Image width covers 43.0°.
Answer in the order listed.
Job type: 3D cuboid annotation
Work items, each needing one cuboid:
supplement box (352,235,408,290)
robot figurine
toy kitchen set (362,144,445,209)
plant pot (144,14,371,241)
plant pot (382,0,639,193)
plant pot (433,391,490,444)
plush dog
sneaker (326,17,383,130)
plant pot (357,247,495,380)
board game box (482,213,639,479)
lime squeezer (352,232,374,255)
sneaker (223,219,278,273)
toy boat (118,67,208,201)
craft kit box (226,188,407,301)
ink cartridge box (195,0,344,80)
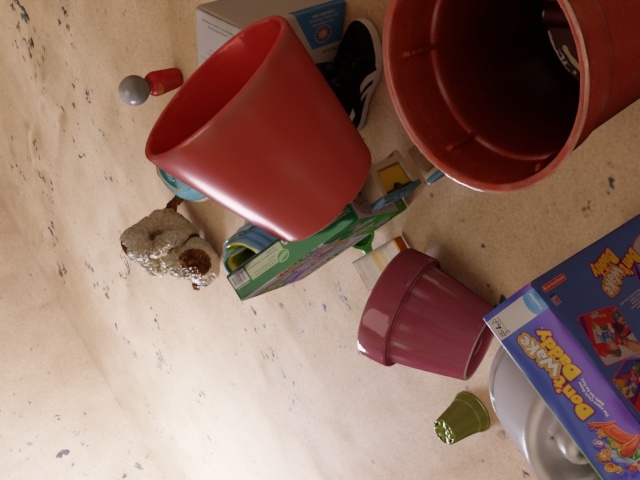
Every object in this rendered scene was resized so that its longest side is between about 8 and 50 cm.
[{"bbox_3d":[0.115,0.041,1.470,0.098,0.036,0.062,-31,85,28],"label":"supplement box"},{"bbox_3d":[0.346,0.219,1.095,0.299,0.200,0.353,59,-177,-10],"label":"robot figurine"},{"bbox_3d":[0.181,-0.116,1.192,0.122,0.166,0.207,59,147,8],"label":"toy kitchen set"},{"bbox_3d":[-0.074,-0.144,1.185,0.243,0.275,0.275,43,155,-26],"label":"plant pot"},{"bbox_3d":[0.260,-0.223,0.923,0.272,0.265,0.272,32,135,39],"label":"plant pot"},{"bbox_3d":[0.250,0.329,1.476,0.083,0.079,0.083,31,134,39],"label":"plant pot"},{"bbox_3d":[-0.344,0.024,2.035,0.225,0.210,0.262,40,170,10],"label":"plush dog"},{"bbox_3d":[0.029,-0.254,1.347,0.079,0.121,0.216,39,139,31],"label":"sneaker"},{"bbox_3d":[0.187,0.136,1.349,0.180,0.201,0.201,24,132,23],"label":"plant pot"},{"bbox_3d":[0.366,0.106,0.917,0.233,0.347,0.078,55,134,13],"label":"board game box"},{"bbox_3d":[0.050,-0.024,1.534,0.310,0.059,0.110,55,145,12],"label":"lime squeezer"},{"bbox_3d":[-0.136,-0.019,1.636,0.319,0.208,0.127,25,140,53],"label":"sneaker"},{"bbox_3d":[-0.334,-0.232,1.835,0.267,0.148,0.318,-15,100,56],"label":"toy boat"},{"bbox_3d":[0.000,0.000,1.360,0.250,0.247,0.061,-35,85,23],"label":"craft kit box"},{"bbox_3d":[-0.086,-0.263,1.406,0.129,0.223,0.307,34,137,34],"label":"ink cartridge box"}]
